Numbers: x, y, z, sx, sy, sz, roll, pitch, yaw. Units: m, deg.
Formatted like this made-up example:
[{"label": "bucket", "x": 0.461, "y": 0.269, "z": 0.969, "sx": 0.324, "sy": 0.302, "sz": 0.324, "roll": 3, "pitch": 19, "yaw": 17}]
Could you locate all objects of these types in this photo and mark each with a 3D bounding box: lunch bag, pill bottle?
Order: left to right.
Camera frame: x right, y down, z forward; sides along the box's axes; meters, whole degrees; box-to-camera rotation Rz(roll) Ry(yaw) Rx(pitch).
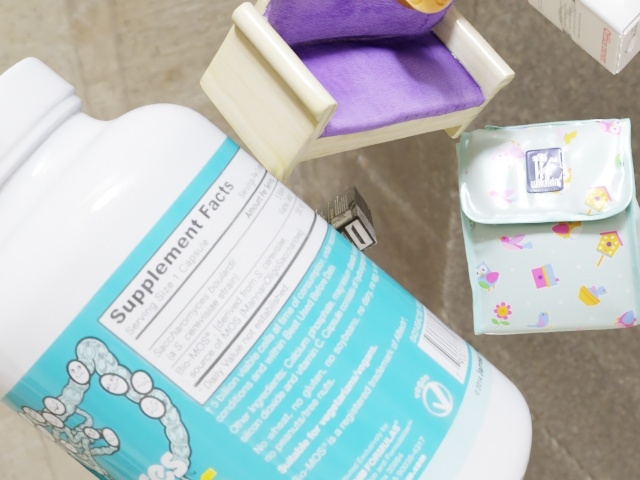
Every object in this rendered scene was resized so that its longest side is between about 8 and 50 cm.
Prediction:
[{"label": "pill bottle", "x": -0.049, "y": 0.043, "z": 0.468, "sx": 0.264, "sy": 0.146, "sz": 0.146, "roll": 41, "pitch": 161, "yaw": -8}, {"label": "lunch bag", "x": 0.294, "y": -0.023, "z": 1.387, "sx": 0.160, "sy": 0.224, "sz": 0.262, "roll": -39, "pitch": -57, "yaw": -69}]

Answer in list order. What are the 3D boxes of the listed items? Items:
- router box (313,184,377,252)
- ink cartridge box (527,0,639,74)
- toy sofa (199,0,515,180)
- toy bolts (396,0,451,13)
[{"label": "router box", "x": 0.000, "y": 0.000, "z": 1.350, "sx": 0.046, "sy": 0.133, "sz": 0.179, "roll": 56, "pitch": -172, "yaw": -12}, {"label": "ink cartridge box", "x": 0.390, "y": -0.380, "z": 1.630, "sx": 0.237, "sy": 0.100, "sz": 0.172, "roll": 45, "pitch": -179, "yaw": 17}, {"label": "toy sofa", "x": 0.064, "y": -0.199, "z": 1.202, "sx": 0.150, "sy": 0.363, "sz": 0.177, "roll": 53, "pitch": 129, "yaw": 17}, {"label": "toy bolts", "x": 0.170, "y": -0.358, "z": 1.122, "sx": 0.158, "sy": 0.229, "sz": 0.218, "roll": 9, "pitch": 118, "yaw": 50}]
